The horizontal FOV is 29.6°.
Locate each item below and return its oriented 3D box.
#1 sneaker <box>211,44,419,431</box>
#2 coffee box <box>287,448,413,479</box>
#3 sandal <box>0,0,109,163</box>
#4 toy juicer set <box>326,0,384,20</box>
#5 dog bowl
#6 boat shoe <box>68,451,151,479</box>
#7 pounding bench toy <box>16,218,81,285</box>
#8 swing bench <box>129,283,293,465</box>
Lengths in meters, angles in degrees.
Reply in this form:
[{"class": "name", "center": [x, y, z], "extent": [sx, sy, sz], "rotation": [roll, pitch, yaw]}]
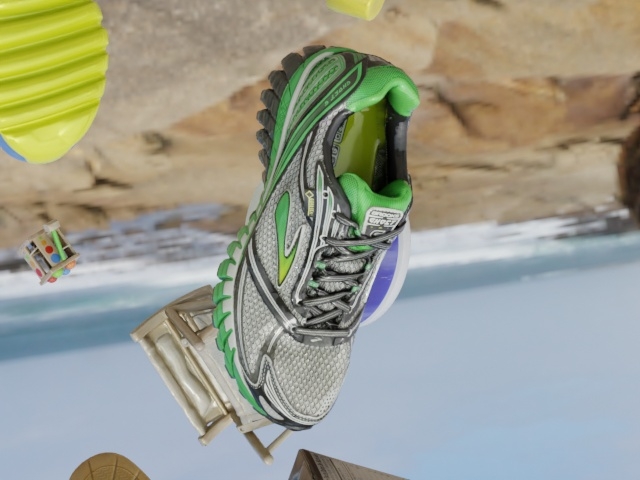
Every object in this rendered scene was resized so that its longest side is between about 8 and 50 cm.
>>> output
[{"class": "sneaker", "center": [0.000, 0.000, 1.058], "extent": [0.134, 0.344, 0.146], "rotation": [5, -175, -33]}, {"class": "coffee box", "center": [0.094, 0.348, 1.267], "extent": [0.297, 0.168, 0.119], "rotation": [17, -173, -14]}, {"class": "sandal", "center": [-0.282, -0.228, 1.130], "extent": [0.126, 0.318, 0.138], "rotation": [-8, -179, -28]}, {"class": "toy juicer set", "center": [0.078, -0.457, 1.552], "extent": [0.089, 0.329, 0.209], "rotation": [28, -177, 18]}, {"class": "dog bowl", "center": [0.005, 0.002, 1.804], "extent": [0.104, 0.265, 0.265], "rotation": [-1, 172, -43]}, {"class": "boat shoe", "center": [-0.138, 0.322, 1.157], "extent": [0.098, 0.277, 0.096], "rotation": [-35, 173, -20]}, {"class": "pounding bench toy", "center": [-0.359, 0.015, 1.628], "extent": [0.052, 0.065, 0.083], "rotation": [-36, 179, -37]}, {"class": "swing bench", "center": [-0.155, 0.221, 2.070], "extent": [0.165, 0.253, 0.254], "rotation": [-40, -159, -27]}]
